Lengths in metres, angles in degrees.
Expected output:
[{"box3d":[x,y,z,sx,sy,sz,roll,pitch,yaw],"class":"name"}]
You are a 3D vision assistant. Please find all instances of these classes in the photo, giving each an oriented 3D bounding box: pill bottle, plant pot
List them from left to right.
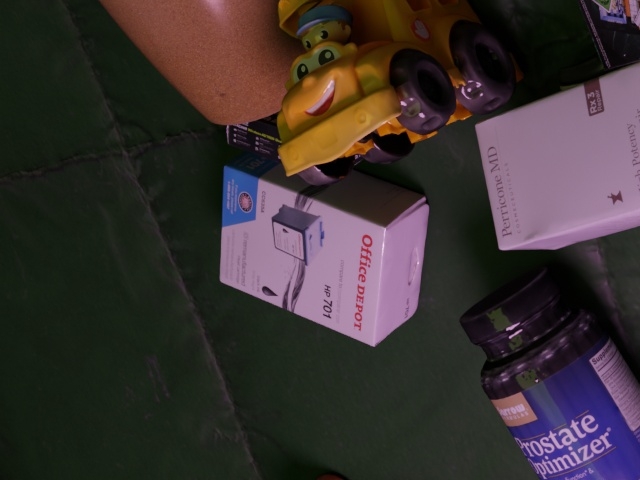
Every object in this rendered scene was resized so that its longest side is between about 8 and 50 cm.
[{"box3d":[-0.099,-0.241,1.244,0.237,0.237,0.254,2,128,36],"class":"plant pot"},{"box3d":[0.221,0.139,1.248,0.123,0.123,0.219,-31,93,43],"class":"pill bottle"}]

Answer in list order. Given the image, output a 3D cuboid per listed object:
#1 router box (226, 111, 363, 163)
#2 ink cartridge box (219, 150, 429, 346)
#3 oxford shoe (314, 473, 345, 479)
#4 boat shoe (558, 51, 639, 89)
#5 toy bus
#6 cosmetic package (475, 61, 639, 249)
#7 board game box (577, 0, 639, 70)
[{"box3d":[-0.013,-0.106,1.316,0.122,0.092,0.038,22,125,27],"class":"router box"},{"box3d":[0.000,0.000,1.370,0.190,0.082,0.140,22,125,28],"class":"ink cartridge box"},{"box3d":[-0.011,0.396,1.573,0.097,0.098,0.271,15,121,31],"class":"oxford shoe"},{"box3d":[0.249,-0.155,1.124,0.133,0.049,0.042,-18,99,38],"class":"boat shoe"},{"box3d":[0.039,-0.173,1.165,0.149,0.220,0.211,-24,90,40],"class":"toy bus"},{"box3d":[0.241,-0.071,1.118,0.231,0.085,0.117,-20,76,43],"class":"cosmetic package"},{"box3d":[0.208,-0.256,0.972,0.136,0.030,0.260,-10,107,54],"class":"board game box"}]
